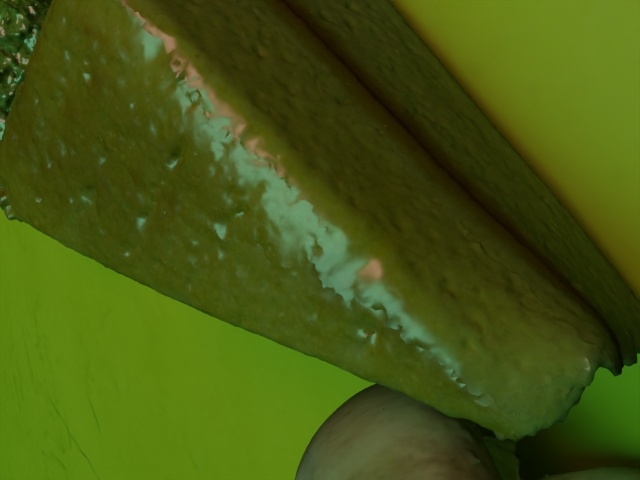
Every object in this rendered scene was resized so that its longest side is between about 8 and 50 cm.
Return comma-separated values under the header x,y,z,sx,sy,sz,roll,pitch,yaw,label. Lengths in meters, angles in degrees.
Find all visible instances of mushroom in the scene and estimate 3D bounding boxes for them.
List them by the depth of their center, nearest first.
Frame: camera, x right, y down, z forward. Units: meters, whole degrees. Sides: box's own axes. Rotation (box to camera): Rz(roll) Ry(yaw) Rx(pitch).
x,y,z,sx,sy,sz,roll,pitch,yaw,label
0.109,0.208,0.499,0.234,0.254,0.260,-24,93,6,mushroom

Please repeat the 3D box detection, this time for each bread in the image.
x,y,z,sx,sy,sz,roll,pitch,yaw,label
0.000,0.000,0.497,0.361,0.233,0.245,50,130,15,bread

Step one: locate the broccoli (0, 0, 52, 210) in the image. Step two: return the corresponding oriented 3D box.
x,y,z,sx,sy,sz,roll,pitch,yaw,label
-0.325,-0.169,0.745,0.302,0.186,0.254,31,132,21,broccoli
